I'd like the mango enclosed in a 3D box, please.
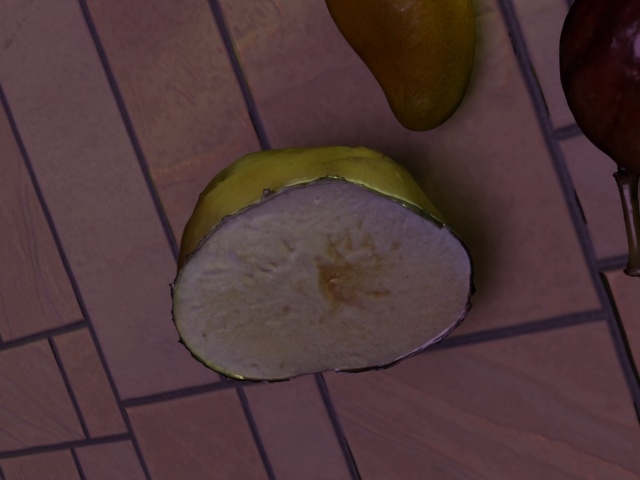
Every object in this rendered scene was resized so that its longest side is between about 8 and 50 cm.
[{"bbox_3d":[0.078,-0.216,0.876,0.136,0.099,0.228,-15,105,33],"label":"mango"}]

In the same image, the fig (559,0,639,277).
[{"bbox_3d":[0.278,-0.117,0.736,0.203,0.186,0.249,32,155,7],"label":"fig"}]

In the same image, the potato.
[{"bbox_3d":[0.000,0.000,0.954,0.299,0.196,0.247,-9,124,8],"label":"potato"}]
